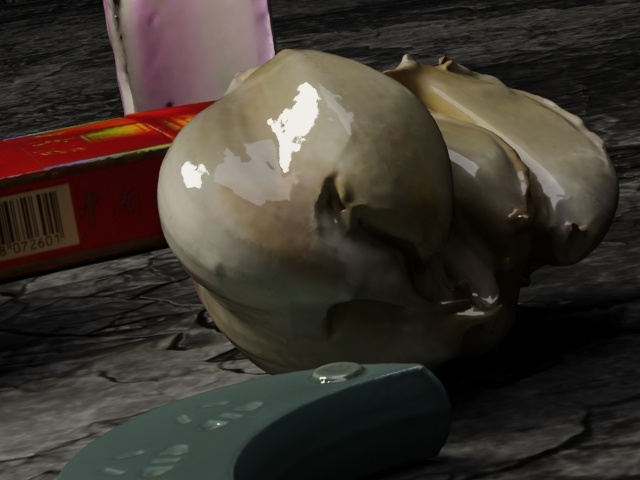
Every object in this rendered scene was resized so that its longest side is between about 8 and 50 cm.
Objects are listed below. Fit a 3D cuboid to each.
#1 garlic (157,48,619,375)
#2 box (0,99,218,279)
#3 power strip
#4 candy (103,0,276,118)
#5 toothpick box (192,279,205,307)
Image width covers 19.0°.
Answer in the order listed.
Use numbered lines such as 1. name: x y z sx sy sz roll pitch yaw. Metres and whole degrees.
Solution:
1. garlic: 0.039 0.001 1.084 0.281 0.185 0.203 6 26 -45
2. box: -0.196 -0.043 1.589 0.313 0.089 0.197 -12 12 -17
3. power strip: -0.034 0.112 0.884 0.167 0.054 0.253 -4 14 14
4. candy: -0.120 -0.193 1.798 0.155 0.265 0.116 -11 9 -10
5. toothpick box: 0.000 0.000 1.244 0.098 0.098 0.149 4 17 44
